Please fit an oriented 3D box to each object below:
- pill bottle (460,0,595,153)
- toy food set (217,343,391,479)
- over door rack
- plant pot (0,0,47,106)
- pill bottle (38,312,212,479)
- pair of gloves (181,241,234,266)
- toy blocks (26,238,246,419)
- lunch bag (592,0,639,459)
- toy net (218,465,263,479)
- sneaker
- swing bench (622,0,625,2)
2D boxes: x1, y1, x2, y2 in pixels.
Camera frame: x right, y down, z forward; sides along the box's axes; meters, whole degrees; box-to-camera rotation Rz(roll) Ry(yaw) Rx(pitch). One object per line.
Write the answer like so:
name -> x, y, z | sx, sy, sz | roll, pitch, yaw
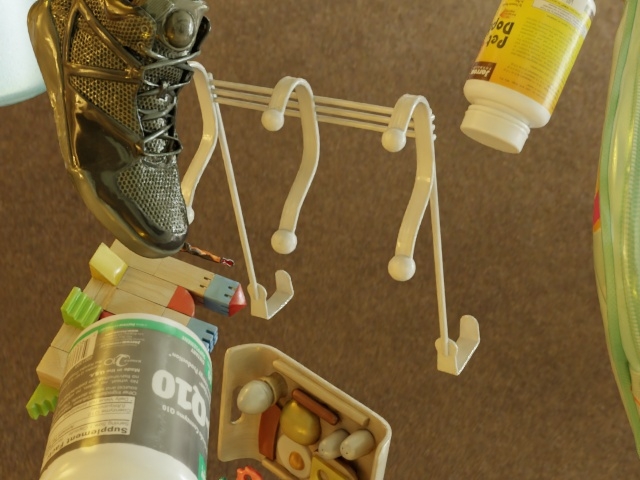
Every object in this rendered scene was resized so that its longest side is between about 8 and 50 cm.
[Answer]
pill bottle -> 0.259, -0.225, 1.363 | 0.117, 0.117, 0.215 | 24, 87, 5
toy food set -> -0.033, 0.311, 1.561 | 0.306, 0.219, 0.092 | 29, 35, 36
over door rack -> 0.000, 0.000, 0.943 | 0.240, 0.324, 0.108 | 14, 53, 28
plant pot -> -0.396, -0.260, 1.137 | 0.247, 0.247, 0.252 | 7, 14, 39
pill bottle -> -0.246, 0.278, 1.352 | 0.204, 0.204, 0.361 | 5, 37, -7
pair of gloves -> -0.134, 0.006, 1.056 | 0.074, 0.083, 0.010 | 15, 85, 43
toy blocks -> -0.297, 0.171, 1.835 | 0.261, 0.190, 0.381 | 21, 57, 8
lunch bag -> 0.197, 0.012, 0.463 | 0.108, 0.279, 0.224 | -4, 50, 26
toy net -> -0.164, 0.376, 1.617 | 0.232, 0.122, 0.045 | 31, 26, 17
sneaker -> -0.134, -0.105, 0.805 | 0.087, 0.130, 0.227 | -7, 76, -56
swing bench -> 0.132, -0.300, 0.506 | 0.253, 0.165, 0.254 | -46, 58, 5
